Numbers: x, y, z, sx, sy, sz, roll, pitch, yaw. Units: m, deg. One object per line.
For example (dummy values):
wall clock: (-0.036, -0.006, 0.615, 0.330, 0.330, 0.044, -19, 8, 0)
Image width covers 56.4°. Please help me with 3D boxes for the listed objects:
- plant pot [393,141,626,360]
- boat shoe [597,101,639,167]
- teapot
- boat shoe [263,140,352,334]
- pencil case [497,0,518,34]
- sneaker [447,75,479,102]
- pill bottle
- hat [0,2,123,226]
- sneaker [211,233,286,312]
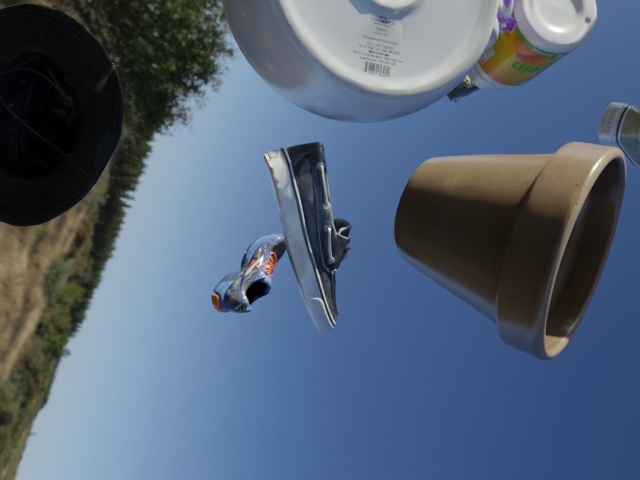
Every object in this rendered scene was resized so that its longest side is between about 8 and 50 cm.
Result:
plant pot: (0.227, -0.014, 0.763, 0.229, 0.263, 0.263, 22, -92, 34)
boat shoe: (0.598, -0.182, 1.089, 0.094, 0.302, 0.109, 28, -70, 39)
teapot: (0.022, -0.220, 0.536, 0.252, 0.256, 0.187, -42, -161, -14)
boat shoe: (0.000, 0.000, 0.893, 0.108, 0.102, 0.301, -123, -162, -69)
pencil case: (0.176, -0.323, 0.852, 0.086, 0.206, 0.088, 108, -31, -62)
sneaker: (0.291, -0.330, 1.214, 0.086, 0.064, 0.192, -31, 178, 21)
pill bottle: (0.348, -0.349, 1.040, 0.246, 0.136, 0.136, 149, -38, -79)
hat: (-0.439, -0.191, 0.949, 0.331, 0.331, 0.134, -63, 176, 9)
sneaker: (-0.129, 0.075, 1.256, 0.087, 0.083, 0.221, 16, -126, 30)
